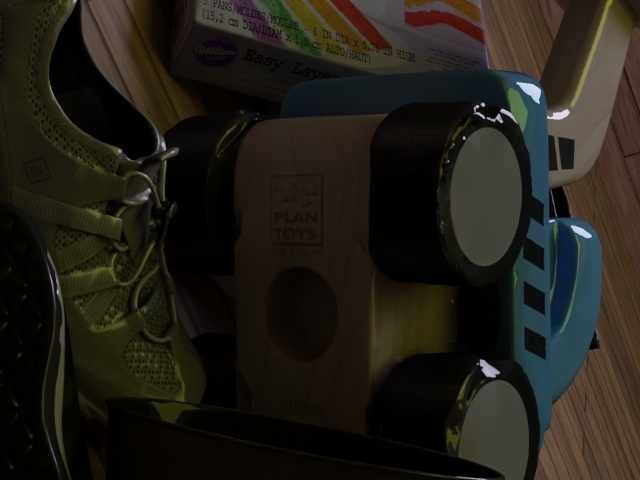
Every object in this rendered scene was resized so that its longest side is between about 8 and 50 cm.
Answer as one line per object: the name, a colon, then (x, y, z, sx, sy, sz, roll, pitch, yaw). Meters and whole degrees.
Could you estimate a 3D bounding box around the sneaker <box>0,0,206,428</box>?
sneaker: (-0.123, -0.012, 0.780, 0.105, 0.115, 0.281, -75, 144, -57)

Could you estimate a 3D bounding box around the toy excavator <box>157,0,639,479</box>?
toy excavator: (0.109, -0.036, 1.001, 0.445, 0.222, 0.433, -2, 92, -54)

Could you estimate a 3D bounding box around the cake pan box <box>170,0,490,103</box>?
cake pan box: (0.003, -0.211, 1.178, 0.267, 0.070, 0.245, 14, 48, -18)

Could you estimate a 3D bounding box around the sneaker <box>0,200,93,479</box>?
sneaker: (-0.154, 0.100, 0.696, 0.097, 0.084, 0.234, 96, -15, -73)

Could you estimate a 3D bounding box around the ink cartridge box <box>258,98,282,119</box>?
ink cartridge box: (0.064, -0.089, 1.360, 0.307, 0.129, 0.223, 50, 28, -47)

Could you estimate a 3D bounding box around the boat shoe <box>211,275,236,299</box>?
boat shoe: (0.000, 0.000, 1.116, 0.335, 0.119, 0.121, 45, 33, -55)

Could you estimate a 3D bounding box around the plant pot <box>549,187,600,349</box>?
plant pot: (0.189, 0.022, 1.550, 0.188, 0.167, 0.187, 52, 27, -61)

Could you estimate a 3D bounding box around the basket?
basket: (-0.028, 0.207, 0.711, 0.154, 0.204, 0.227, 17, 82, -73)
